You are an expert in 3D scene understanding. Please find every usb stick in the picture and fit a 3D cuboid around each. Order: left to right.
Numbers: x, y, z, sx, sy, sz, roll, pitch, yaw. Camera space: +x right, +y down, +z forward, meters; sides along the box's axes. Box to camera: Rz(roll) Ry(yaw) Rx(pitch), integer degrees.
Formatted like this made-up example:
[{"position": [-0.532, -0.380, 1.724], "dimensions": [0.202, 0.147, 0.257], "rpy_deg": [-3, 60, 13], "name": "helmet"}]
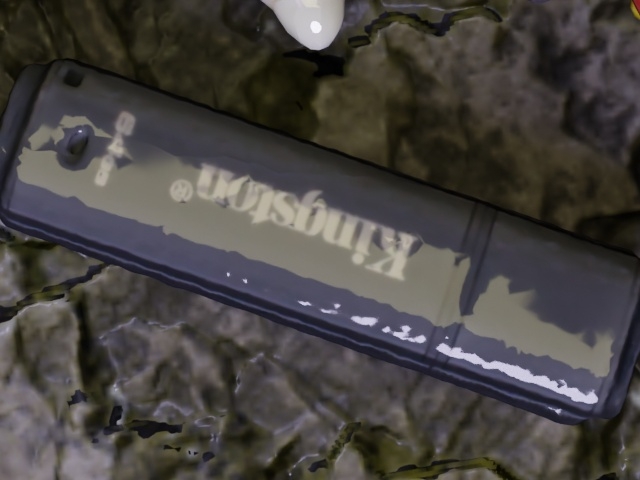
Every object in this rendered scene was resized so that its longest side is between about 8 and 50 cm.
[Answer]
[{"position": [0.000, 0.000, 0.667], "dimensions": [0.278, 0.045, 0.077], "rpy_deg": [19, 88, 0], "name": "usb stick"}]

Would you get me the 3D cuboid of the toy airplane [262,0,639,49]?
[{"position": [0.111, -0.218, 0.584], "dimensions": [0.386, 0.272, 0.384], "rpy_deg": [25, 83, 27], "name": "toy airplane"}]
